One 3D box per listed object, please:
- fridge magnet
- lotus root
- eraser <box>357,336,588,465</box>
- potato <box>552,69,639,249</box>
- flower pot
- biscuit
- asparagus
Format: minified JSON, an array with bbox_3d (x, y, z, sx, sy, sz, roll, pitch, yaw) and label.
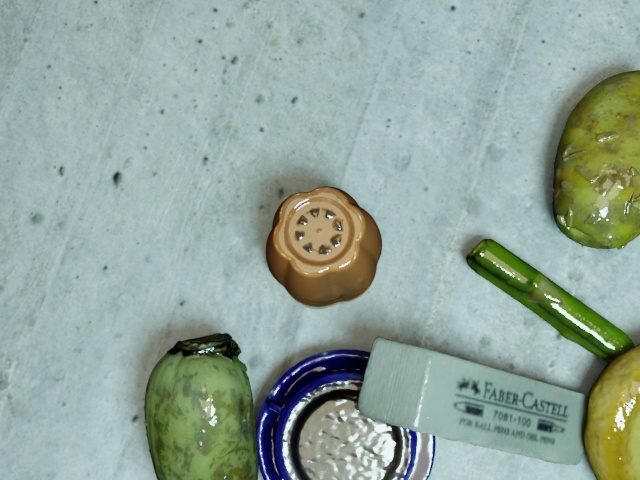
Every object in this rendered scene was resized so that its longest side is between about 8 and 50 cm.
[{"bbox_3d":[0.037,0.293,1.067,0.266,0.112,0.265,0,83,2],"label":"fridge magnet"},{"bbox_3d":[-0.163,0.291,1.045,0.173,0.173,0.309,-6,98,2],"label":"lotus root"},{"bbox_3d":[0.226,0.233,1.028,0.353,0.077,0.111,19,82,-24],"label":"eraser"},{"bbox_3d":[0.450,-0.127,1.103,0.176,0.141,0.298,20,82,-3],"label":"potato"},{"bbox_3d":[0.000,0.000,1.091,0.191,0.173,0.190,-1,79,4],"label":"flower pot"},{"bbox_3d":[0.494,0.252,1.042,0.274,0.091,0.213,-44,102,-1],"label":"biscuit"},{"bbox_3d":[0.347,0.091,1.111,0.278,0.067,0.060,37,55,4],"label":"asparagus"}]
